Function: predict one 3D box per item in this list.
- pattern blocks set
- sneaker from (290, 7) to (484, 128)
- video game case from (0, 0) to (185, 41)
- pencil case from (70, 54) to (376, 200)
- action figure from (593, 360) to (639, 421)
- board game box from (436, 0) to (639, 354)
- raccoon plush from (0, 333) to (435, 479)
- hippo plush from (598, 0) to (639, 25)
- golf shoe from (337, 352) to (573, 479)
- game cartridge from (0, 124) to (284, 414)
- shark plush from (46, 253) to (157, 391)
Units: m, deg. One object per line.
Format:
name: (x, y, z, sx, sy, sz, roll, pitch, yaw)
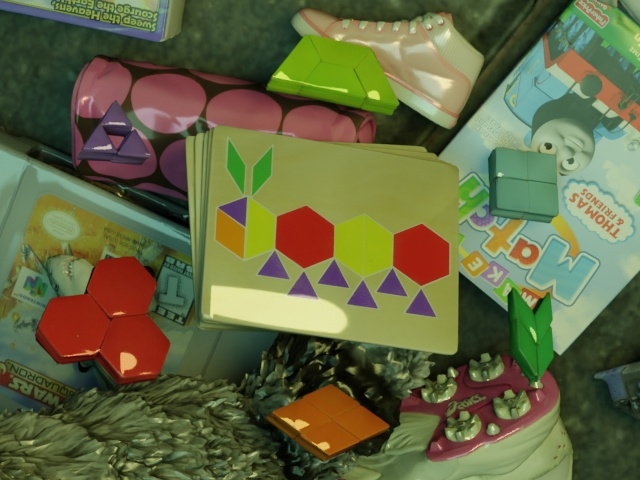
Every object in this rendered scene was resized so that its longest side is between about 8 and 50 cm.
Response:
pattern blocks set: (0.000, 0.000, 1.200, 0.325, 0.026, 0.285, 16, 64, -11)
sneaker: (0.051, -0.139, 1.288, 0.134, 0.051, 0.070, 31, 103, -1)
video game case: (-0.210, -0.283, 1.284, 0.269, 0.061, 0.244, 12, 105, 6)
pencil case: (-0.070, -0.063, 1.309, 0.209, 0.095, 0.098, 15, 127, 7)
action figure: (0.374, 0.099, 1.276, 0.341, 0.178, 0.330, -9, 99, 42)
board game box: (0.175, -0.049, 1.297, 0.160, 0.039, 0.211, 39, 108, -3)
raccoon plush: (-0.149, 0.111, 1.189, 0.216, 0.299, 0.446, 22, 73, 40)
hippo plush: (0.102, -0.302, 1.134, 0.294, 0.234, 0.236, 28, 97, 28)
golf shoe: (0.040, 0.195, 1.334, 0.306, 0.115, 0.140, -21, 124, 6)
game cartridge: (-0.160, 0.056, 1.374, 0.297, 0.062, 0.198, 24, 103, 2)
shark plush: (-0.146, 0.081, 1.340, 0.067, 0.073, 0.161, 0, 128, 29)
